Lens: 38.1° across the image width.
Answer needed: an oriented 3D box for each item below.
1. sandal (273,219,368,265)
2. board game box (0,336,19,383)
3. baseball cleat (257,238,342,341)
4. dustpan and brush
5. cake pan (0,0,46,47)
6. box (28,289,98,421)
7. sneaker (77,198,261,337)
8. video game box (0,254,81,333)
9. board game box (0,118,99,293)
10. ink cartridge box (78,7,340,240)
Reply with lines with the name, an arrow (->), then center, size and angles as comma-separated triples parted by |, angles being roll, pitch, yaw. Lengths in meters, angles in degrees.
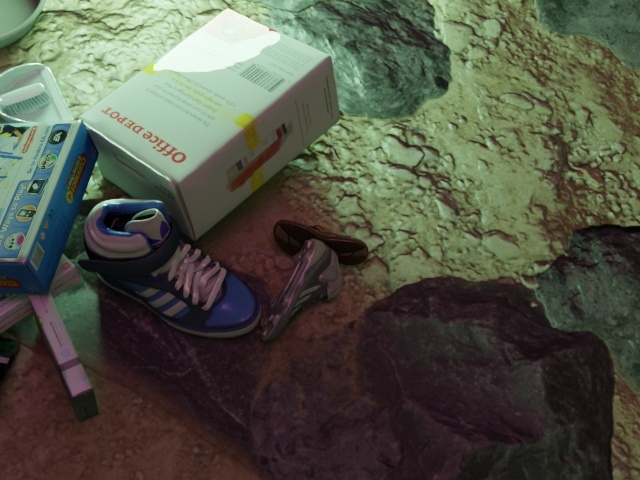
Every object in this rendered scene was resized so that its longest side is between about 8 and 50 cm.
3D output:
sandal -> 0.000, 0.000, 1.704 | 0.180, 0.072, 0.049 | 12, 35, -7
board game box -> -0.635, 0.184, 1.492 | 0.260, 0.030, 0.136 | 12, 31, -4
baseball cleat -> -0.026, 0.101, 1.645 | 0.109, 0.072, 0.205 | 32, 79, -24
dustpan and brush -> -0.588, -0.259, 1.732 | 0.211, 0.060, 0.147 | -22, 70, -19
cake pan -> -0.686, -0.489, 1.833 | 0.293, 0.054, 0.293 | 4, 64, -8
box -> -0.413, 0.186, 1.495 | 0.038, 0.145, 0.186 | -22, 70, -19
sneaker -> -0.244, 0.040, 1.544 | 0.323, 0.236, 0.130 | 23, 63, 3
video game box -> -0.539, 0.050, 1.567 | 0.187, 0.048, 0.205 | -35, 57, -25
board game box -> -0.560, -0.058, 1.541 | 0.302, 0.086, 0.308 | -1, 52, 14
ink cartridge box -> -0.197, -0.220, 1.682 | 0.279, 0.160, 0.385 | 32, 61, 30
